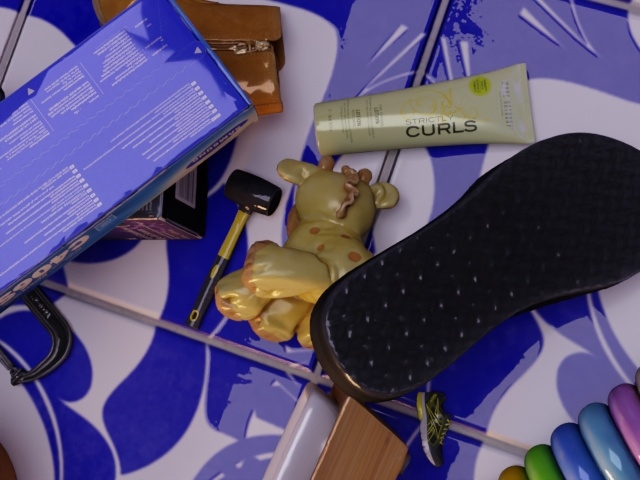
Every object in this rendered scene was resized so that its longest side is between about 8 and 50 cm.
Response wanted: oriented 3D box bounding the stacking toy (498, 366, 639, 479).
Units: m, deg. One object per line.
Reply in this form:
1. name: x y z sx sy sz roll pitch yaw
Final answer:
1. stacking toy: 0.235 0.259 1.406 0.330 0.141 0.141 -31 75 11

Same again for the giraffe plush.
1. giraffe plush: 0.000 0.000 1.492 0.210 0.181 0.170 -24 48 38

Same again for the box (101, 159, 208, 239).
1. box: -0.248 -0.062 1.557 0.207 0.153 0.108 -1 82 14

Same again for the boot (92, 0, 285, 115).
1. boot: -0.152 -0.256 1.606 0.211 0.104 0.295 -11 67 -3

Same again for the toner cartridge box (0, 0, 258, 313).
1. toner cartridge box: -0.251 -0.092 1.431 0.348 0.075 0.165 -37 83 -2

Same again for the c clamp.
1. c clamp: -0.373 0.109 1.629 0.160 0.022 0.137 41 87 17

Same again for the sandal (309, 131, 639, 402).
1. sandal: 0.171 0.017 1.406 0.445 0.107 0.167 -25 87 -24

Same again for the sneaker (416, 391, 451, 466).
1. sneaker: 0.125 0.201 1.488 0.035 0.031 0.083 -12 79 11

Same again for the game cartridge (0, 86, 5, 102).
1. game cartridge: -0.423 -0.046 1.572 0.060 0.196 0.294 18 92 -14

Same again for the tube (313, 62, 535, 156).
1. tube: 0.113 -0.139 1.534 0.240 0.062 0.070 -6 120 7

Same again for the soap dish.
1. soap dish: -0.012 0.292 1.415 0.118 0.229 0.291 24 87 -1

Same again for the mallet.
1. mallet: -0.115 0.008 1.577 0.062 0.039 0.190 33 94 16

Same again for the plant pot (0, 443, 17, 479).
1. plant pot: -0.465 0.289 1.525 0.291 0.203 0.291 -2 81 14
